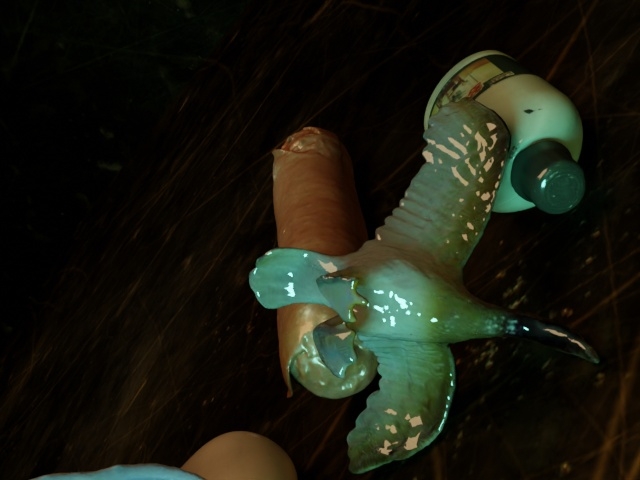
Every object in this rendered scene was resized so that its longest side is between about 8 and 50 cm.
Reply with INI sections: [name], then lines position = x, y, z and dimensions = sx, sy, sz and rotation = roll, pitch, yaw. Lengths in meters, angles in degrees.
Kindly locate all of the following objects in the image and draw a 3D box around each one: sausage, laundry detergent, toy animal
[sausage]
position = 0.000, 0.000, 0.897
dimensions = 0.419, 0.094, 0.094
rotation = -97, 21, -60
[laundry detergent]
position = 0.141, -0.075, 0.709
dimensions = 0.099, 0.070, 0.225
rotation = -44, 22, 12
[toy animal]
position = 0.062, 0.052, 0.583
dimensions = 0.197, 0.160, 0.272
rotation = 26, 110, 50

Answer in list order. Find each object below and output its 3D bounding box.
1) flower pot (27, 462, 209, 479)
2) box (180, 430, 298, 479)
[flower pot]
position = -0.144, 0.302, 0.552
dimensions = 0.243, 0.265, 0.265
rotation = -54, 17, 36
[box]
position = -0.093, 0.242, 0.747
dimensions = 0.200, 0.088, 0.146
rotation = -50, 19, 22
